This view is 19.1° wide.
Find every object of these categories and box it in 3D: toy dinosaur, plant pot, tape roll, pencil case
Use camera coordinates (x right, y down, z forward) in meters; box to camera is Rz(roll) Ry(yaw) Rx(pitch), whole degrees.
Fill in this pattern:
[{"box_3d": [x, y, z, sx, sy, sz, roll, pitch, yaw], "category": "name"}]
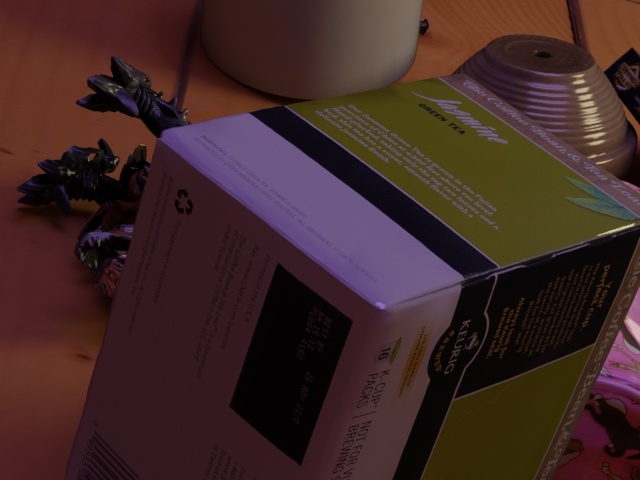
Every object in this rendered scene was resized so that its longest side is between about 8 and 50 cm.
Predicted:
[{"box_3d": [-0.137, -0.027, 1.681, 0.218, 0.164, 0.322, 41, 5, 9], "category": "toy dinosaur"}, {"box_3d": [0.229, -0.151, 2.054, 0.237, 0.109, 0.237, 5, 27, -3], "category": "plant pot"}, {"box_3d": [-0.006, -0.286, 2.075, 0.246, 0.169, 0.246, 4, 36, -3], "category": "tape roll"}, {"box_3d": [0.241, 0.085, 1.661, 0.160, 0.167, 0.386, -19, 23, 18], "category": "pencil case"}]

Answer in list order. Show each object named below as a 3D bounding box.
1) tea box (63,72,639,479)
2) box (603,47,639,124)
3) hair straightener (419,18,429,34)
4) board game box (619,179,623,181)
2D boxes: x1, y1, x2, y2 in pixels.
[{"box_3d": [0.027, 0.088, 1.355, 0.323, 0.329, 0.220, -13, 43, -45], "category": "tea box"}, {"box_3d": [0.413, -0.098, 2.089, 0.175, 0.051, 0.220, 38, 16, -37], "category": "box"}, {"box_3d": [0.083, -0.255, 2.259, 0.089, 0.047, 0.230, 16, 25, -6], "category": "hair straightener"}, {"box_3d": [0.305, -0.059, 2.061, 0.169, 0.033, 0.133, 37, 34, 28], "category": "board game box"}]
